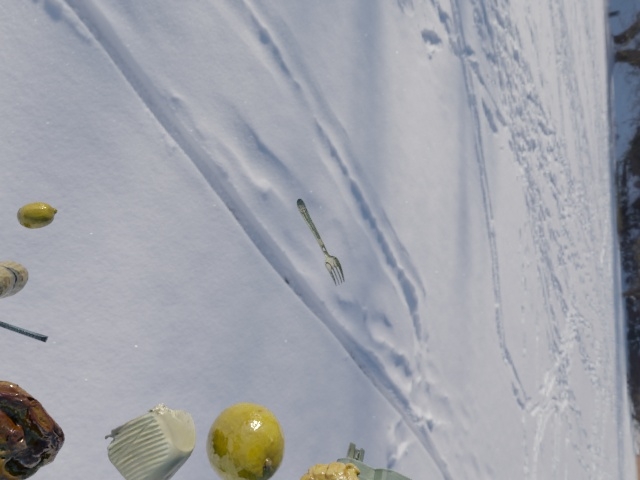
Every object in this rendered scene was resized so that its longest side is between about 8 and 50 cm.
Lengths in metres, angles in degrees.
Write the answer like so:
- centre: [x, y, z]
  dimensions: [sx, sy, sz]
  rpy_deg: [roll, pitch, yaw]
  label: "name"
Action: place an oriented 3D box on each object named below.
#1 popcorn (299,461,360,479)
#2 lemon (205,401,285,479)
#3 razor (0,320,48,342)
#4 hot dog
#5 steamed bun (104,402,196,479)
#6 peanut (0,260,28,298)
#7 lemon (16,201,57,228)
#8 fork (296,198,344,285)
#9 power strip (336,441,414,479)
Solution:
- centre: [0.035, 0.697, 1.213]
  dimensions: [0.164, 0.194, 0.140]
  rpy_deg: [-68, 161, -2]
  label: "popcorn"
- centre: [-0.309, 0.857, 1.842]
  dimensions: [0.347, 0.347, 0.349]
  rpy_deg: [4, 85, -53]
  label: "lemon"
- centre: [-0.832, 0.237, 1.184]
  dimensions: [0.033, 0.189, 0.066]
  rpy_deg: [123, -14, -75]
  label: "razor"
- centre: [-0.692, 0.437, 0.971]
  dimensions: [0.175, 0.114, 0.259]
  rpy_deg: [-48, 122, -32]
  label: "hot dog"
- centre: [-0.615, 0.779, 1.691]
  dimensions: [0.274, 0.290, 0.272]
  rpy_deg: [52, 13, 15]
  label: "steamed bun"
- centre: [-1.006, 0.131, 1.365]
  dimensions: [0.123, 0.256, 0.124]
  rpy_deg: [-1, 96, -15]
  label: "peanut"
- centre: [-0.879, -0.079, 1.359]
  dimensions: [0.110, 0.082, 0.082]
  rpy_deg: [-14, 101, -20]
  label: "lemon"
- centre: [0.000, -0.001, 0.999]
  dimensions: [0.028, 0.033, 0.220]
  rpy_deg: [95, -30, -79]
  label: "fork"
- centre: [0.168, 0.752, 1.382]
  dimensions: [0.260, 0.229, 0.141]
  rpy_deg: [31, 52, -15]
  label: "power strip"
